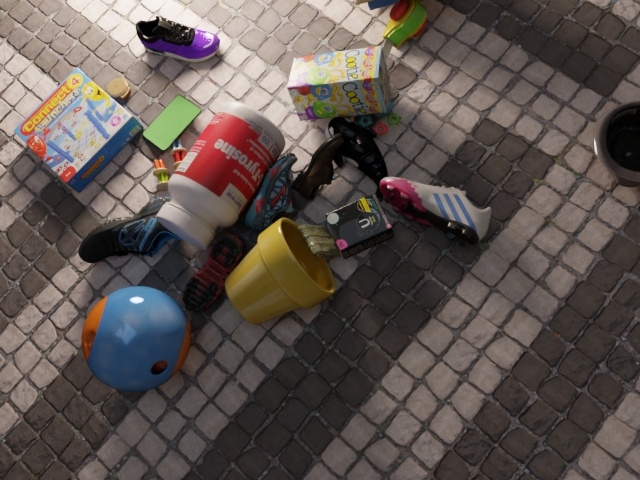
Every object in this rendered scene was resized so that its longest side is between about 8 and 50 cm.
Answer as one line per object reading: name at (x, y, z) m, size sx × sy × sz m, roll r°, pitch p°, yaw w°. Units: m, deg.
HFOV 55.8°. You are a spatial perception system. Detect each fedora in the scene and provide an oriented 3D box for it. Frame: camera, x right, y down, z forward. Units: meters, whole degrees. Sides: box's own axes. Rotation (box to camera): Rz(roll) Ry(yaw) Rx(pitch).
fedora at (0.863, -0.245, 1.662) m, size 0.244 × 0.124 × 0.275 m, roll 6°, pitch 66°, yaw 9°

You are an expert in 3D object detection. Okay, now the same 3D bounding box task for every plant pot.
plant pot at (-0.125, 0.104, 1.683) m, size 0.239 × 0.254 × 0.254 m, roll -35°, pitch 70°, yaw 16°

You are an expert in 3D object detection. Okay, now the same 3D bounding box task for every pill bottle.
pill bottle at (-0.297, -0.187, 1.779) m, size 0.229 × 0.229 × 0.407 m, roll 27°, pitch 75°, yaw 16°

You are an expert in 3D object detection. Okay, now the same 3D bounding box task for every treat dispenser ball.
treat dispenser ball at (-0.503, 0.269, 1.662) m, size 0.288 × 0.288 × 0.288 m, roll -3°, pitch 73°, yaw 9°

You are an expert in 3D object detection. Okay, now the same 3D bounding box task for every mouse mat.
mouse mat at (-0.489, -0.388, 1.982) m, size 0.153 × 0.007 × 0.189 m, roll 36°, pitch 83°, yaw 35°

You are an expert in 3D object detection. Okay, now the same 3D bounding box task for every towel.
towel at (0.000, 0.000, 1.735) m, size 0.027 × 0.148 × 0.110 m, roll -40°, pitch 69°, yaw 25°

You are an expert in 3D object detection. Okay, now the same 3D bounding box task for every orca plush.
orca plush at (0.112, -0.255, 1.786) m, size 0.151 × 0.102 × 0.287 m, roll -22°, pitch 82°, yaw 5°

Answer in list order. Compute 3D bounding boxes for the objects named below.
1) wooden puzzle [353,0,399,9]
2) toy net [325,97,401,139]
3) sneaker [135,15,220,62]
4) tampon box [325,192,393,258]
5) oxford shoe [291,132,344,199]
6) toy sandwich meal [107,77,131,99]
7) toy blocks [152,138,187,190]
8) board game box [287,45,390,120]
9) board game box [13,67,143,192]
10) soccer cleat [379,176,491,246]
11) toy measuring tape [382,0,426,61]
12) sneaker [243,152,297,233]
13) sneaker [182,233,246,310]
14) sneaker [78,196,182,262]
wooden puzzle at (0.252, -0.812, 1.896) m, size 0.322 × 0.080 × 0.347 m, roll -13°, pitch 34°, yaw 6°
toy net at (0.128, -0.357, 1.871) m, size 0.232 × 0.045 × 0.122 m, roll -28°, pitch 82°, yaw 4°
sneaker at (-0.488, -0.682, 2.019) m, size 0.294 × 0.146 × 0.102 m, roll 8°, pitch 75°, yaw 13°
tampon box at (0.113, -0.041, 1.744) m, size 0.161 × 0.101 × 0.120 m, roll -25°, pitch 71°, yaw 2°
oxford shoe at (0.013, -0.218, 1.801) m, size 0.096 × 0.083 × 0.227 m, roll 41°, pitch 118°, yaw 11°
toy sandwich meal at (-0.689, -0.519, 2.068) m, size 0.086 × 0.029 × 0.085 m, roll -3°, pitch 69°, yaw 9°
toy blocks at (-0.482, -0.247, 1.936) m, size 0.123 × 0.054 × 0.148 m, roll -18°, pitch 70°, yaw 6°
board game box at (0.059, -0.472, 1.827) m, size 0.276 × 0.142 × 0.144 m, roll -2°, pitch 56°, yaw 17°
board game box at (-0.806, -0.371, 2.013) m, size 0.302 × 0.086 × 0.308 m, roll 40°, pitch 84°, yaw 18°
soccer cleat at (0.332, -0.108, 1.734) m, size 0.331 × 0.116 × 0.143 m, roll 32°, pitch 65°, yaw 15°
toy measuring tape at (0.252, -0.644, 1.891) m, size 0.122 × 0.121 × 0.330 m, roll 21°, pitch 78°, yaw 15°
sneaker at (-0.119, -0.134, 1.806) m, size 0.125 × 0.104 × 0.261 m, roll 31°, pitch 105°, yaw 5°
sneaker at (-0.305, 0.094, 1.783) m, size 0.098 × 0.135 × 0.276 m, roll 36°, pitch 106°, yaw 6°
sneaker at (-0.577, -0.004, 1.844) m, size 0.341 × 0.125 × 0.139 m, roll -27°, pitch 76°, yaw 3°
